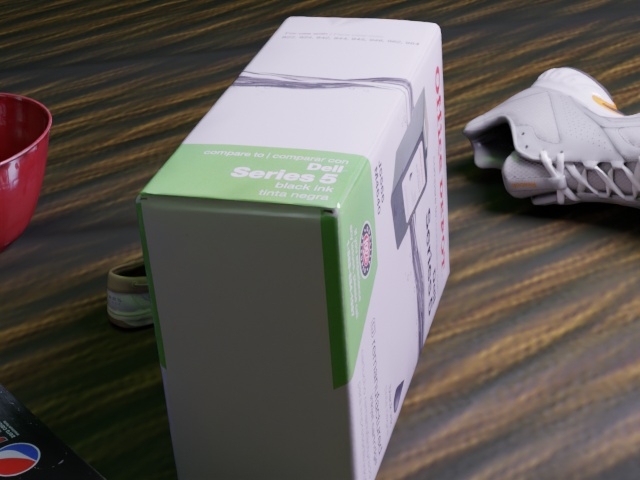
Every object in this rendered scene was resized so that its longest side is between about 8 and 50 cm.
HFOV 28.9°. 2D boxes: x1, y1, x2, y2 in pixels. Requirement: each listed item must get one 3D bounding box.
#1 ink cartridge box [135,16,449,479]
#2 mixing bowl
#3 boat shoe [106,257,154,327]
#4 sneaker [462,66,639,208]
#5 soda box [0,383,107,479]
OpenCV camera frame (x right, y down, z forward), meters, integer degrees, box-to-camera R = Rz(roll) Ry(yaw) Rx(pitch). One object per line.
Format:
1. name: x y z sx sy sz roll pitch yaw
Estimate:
1. ink cartridge box: 0.000 0.000 0.766 0.114 0.198 0.273 4 30 16
2. mixing bowl: -0.297 -0.040 0.990 0.181 0.098 0.181 -3 29 2
3. boat shoe: -0.093 0.020 0.903 0.135 0.045 0.050 -24 34 -31
4. sneaker: 0.212 -0.055 0.960 0.121 0.099 0.262 -25 26 -19
5. soda box: -0.183 0.131 0.707 0.060 0.053 0.169 -25 34 -32
